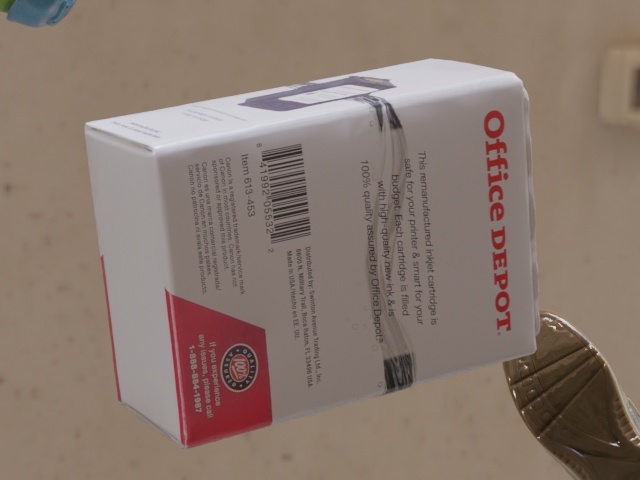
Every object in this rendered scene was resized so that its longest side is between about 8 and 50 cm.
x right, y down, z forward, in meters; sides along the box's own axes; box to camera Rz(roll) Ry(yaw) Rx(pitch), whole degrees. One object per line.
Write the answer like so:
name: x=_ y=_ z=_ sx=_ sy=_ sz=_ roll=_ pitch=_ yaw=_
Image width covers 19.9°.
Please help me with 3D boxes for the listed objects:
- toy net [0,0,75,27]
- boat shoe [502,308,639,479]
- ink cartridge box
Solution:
toy net: x=-0.168 y=-0.249 z=1.473 sx=0.045 sy=0.122 sz=0.232 roll=42 pitch=42 yaw=-4
boat shoe: x=0.295 y=0.208 z=1.927 sx=0.109 sy=0.302 sz=0.098 roll=-37 pitch=-23 yaw=2
ink cartridge box: x=0.000 y=0.000 z=1.048 sx=0.237 sy=0.172 sz=0.100 roll=-13 pitch=18 yaw=-27
